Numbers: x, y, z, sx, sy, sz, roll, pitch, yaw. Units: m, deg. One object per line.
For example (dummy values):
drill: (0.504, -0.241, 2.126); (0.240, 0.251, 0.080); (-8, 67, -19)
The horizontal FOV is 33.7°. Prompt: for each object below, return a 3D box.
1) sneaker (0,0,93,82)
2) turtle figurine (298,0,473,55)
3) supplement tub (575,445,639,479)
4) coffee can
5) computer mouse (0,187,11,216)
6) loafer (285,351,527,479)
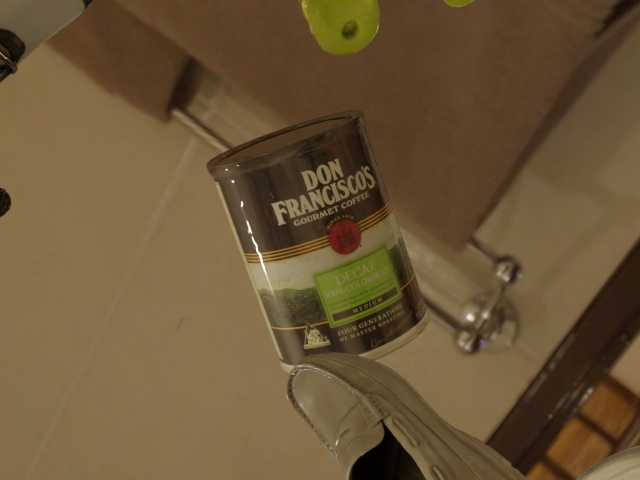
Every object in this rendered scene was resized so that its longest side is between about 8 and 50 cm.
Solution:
sneaker: (-0.251, -0.088, 0.663); (0.108, 0.272, 0.100); (56, 178, 11)
turtle figurine: (-0.021, -0.189, 0.589); (0.270, 0.087, 0.217); (-15, -131, -25)
supplement tub: (0.323, 0.242, 0.789); (0.338, 0.207, 0.207); (7, -147, -50)
coffee can: (0.000, 0.000, 1.309); (0.201, 0.202, 0.275); (-48, -59, -65)
computer mouse: (-0.291, 0.021, 0.733); (0.106, 0.042, 0.193); (-2, -142, 14)
loafer: (0.062, 0.203, 1.040); (0.111, 0.112, 0.319); (-12, -153, -38)
